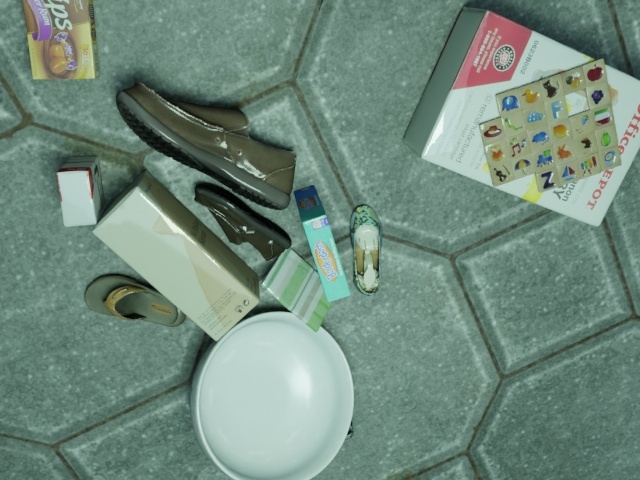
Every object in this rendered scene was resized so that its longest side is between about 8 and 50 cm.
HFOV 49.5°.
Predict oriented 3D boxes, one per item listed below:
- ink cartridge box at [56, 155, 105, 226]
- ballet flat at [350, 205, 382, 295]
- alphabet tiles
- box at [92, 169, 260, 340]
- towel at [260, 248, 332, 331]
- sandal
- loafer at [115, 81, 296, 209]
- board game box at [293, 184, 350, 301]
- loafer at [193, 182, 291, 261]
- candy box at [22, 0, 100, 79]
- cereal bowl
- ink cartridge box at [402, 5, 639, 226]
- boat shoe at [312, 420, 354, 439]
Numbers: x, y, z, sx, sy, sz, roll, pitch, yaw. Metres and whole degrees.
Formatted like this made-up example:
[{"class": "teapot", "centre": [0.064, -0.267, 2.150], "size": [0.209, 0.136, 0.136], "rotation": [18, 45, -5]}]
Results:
[{"class": "ink cartridge box", "centre": [-0.432, -0.093, 1.258], "size": [0.056, 0.135, 0.099], "rotation": [-5, 110, -8]}, {"class": "ballet flat", "centre": [0.097, 0.025, 1.400], "size": [0.070, 0.070, 0.189], "rotation": [-8, 109, -4]}, {"class": "alphabet tiles", "centre": [0.404, -0.186, 1.224], "size": [0.237, 0.009, 0.198], "rotation": [-19, 110, 0]}, {"class": "box", "centre": [-0.265, 0.028, 1.315], "size": [0.121, 0.148, 0.311], "rotation": [-42, 110, 8]}, {"class": "towel", "centre": [-0.042, 0.098, 1.395], "size": [0.152, 0.113, 0.023], "rotation": [43, 143, -17]}, {"class": "sandal", "centre": [-0.368, 0.127, 1.350], "size": [0.219, 0.060, 0.090], "rotation": [15, 111, 14]}, {"class": "loafer", "centre": [-0.198, -0.189, 1.274], "size": [0.365, 0.133, 0.130], "rotation": [30, 79, -25]}, {"class": "board game box", "centre": [0.000, 0.000, 1.302], "size": [0.047, 0.210, 0.160], "rotation": [-17, 109, -1]}, {"class": "loafer", "centre": [-0.159, -0.028, 1.341], "size": [0.220, 0.080, 0.078], "rotation": [35, 101, -17]}, {"class": "candy box", "centre": [-0.450, -0.377, 1.203], "size": [0.109, 0.053, 0.187], "rotation": [-1, 110, -6]}, {"class": "cereal bowl", "centre": [-0.107, 0.316, 1.397], "size": [0.338, 0.141, 0.339], "rotation": [5, 78, -25]}, {"class": "ink cartridge box", "centre": [0.394, -0.228, 1.299], "size": [0.384, 0.160, 0.279], "rotation": [19, 105, -13]}, {"class": "boat shoe", "centre": [-0.019, 0.392, 1.500], "size": [0.183, 0.083, 0.065], "rotation": [-1, 109, -7]}]
